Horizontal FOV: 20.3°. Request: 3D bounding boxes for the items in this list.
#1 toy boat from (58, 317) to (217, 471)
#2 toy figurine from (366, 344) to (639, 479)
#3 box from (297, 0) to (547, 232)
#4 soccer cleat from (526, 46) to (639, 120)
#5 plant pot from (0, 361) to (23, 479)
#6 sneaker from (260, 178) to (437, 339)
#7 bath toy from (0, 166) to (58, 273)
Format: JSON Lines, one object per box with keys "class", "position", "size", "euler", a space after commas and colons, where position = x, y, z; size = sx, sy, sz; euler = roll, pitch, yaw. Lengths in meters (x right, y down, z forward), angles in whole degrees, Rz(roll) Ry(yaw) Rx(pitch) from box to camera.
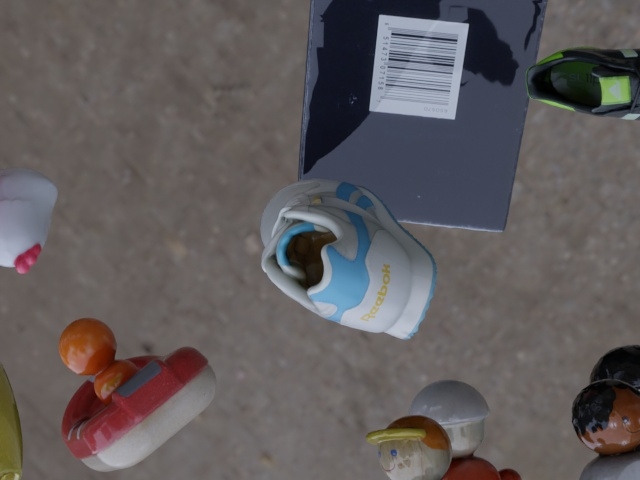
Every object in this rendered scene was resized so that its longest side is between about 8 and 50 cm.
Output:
{"class": "toy boat", "position": [-0.212, 0.145, 1.841], "size": [0.151, 0.151, 0.231], "euler": [52, 161, -3]}
{"class": "toy figurine", "position": [0.145, 0.157, 1.194], "size": [0.213, 0.209, 0.148], "euler": [-10, 88, 17]}
{"class": "box", "position": [0.090, -0.240, 1.446], "size": [0.178, 0.312, 0.343], "euler": [6, 135, 1]}
{"class": "soccer cleat", "position": [0.219, -0.100, 1.165], "size": [0.179, 0.072, 0.060], "euler": [5, 104, 35]}
{"class": "plant pot", "position": [-0.308, 0.178, 1.524], "size": [0.095, 0.134, 0.134], "euler": [56, 159, 20]}
{"class": "sneaker", "position": [0.000, 0.000, 1.313], "size": [0.092, 0.087, 0.228], "euler": [17, -173, -26]}
{"class": "bath toy", "position": [-0.415, -0.063, 1.914], "size": [0.348, 0.151, 0.129], "euler": [39, -154, -48]}
